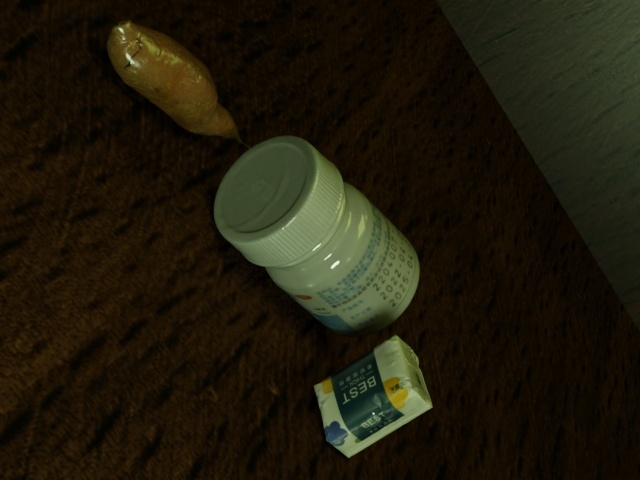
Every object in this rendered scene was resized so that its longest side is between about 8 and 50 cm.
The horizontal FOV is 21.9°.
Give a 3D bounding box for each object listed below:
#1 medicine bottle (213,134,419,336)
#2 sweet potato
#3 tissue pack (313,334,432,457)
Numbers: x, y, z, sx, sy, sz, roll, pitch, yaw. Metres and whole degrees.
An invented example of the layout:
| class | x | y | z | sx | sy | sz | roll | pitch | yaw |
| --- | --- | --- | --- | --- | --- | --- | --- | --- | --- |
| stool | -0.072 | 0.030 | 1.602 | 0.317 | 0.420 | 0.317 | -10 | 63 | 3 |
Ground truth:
| class | x | y | z | sx | sy | sz | roll | pitch | yaw |
| --- | --- | --- | --- | --- | --- | --- | --- | --- | --- |
| medicine bottle | 0.000 | 0.000 | 1.351 | 0.168 | 0.105 | 0.105 | 43 | 23 | -43 |
| sweet potato | -0.110 | -0.119 | 1.335 | 0.195 | 0.056 | 0.056 | 45 | 21 | -51 |
| tissue pack | 0.040 | 0.121 | 1.290 | 0.042 | 0.083 | 0.062 | 43 | 23 | -40 |
